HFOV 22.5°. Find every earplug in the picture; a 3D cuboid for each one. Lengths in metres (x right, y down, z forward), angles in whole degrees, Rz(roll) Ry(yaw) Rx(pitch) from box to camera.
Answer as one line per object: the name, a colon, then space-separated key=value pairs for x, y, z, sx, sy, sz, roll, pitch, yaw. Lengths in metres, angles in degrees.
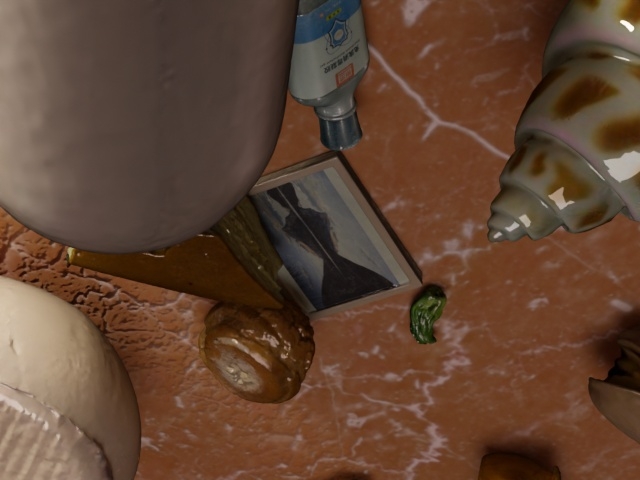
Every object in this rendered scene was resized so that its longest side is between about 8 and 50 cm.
earplug: x=-0.171 y=-0.182 z=1.346 sx=0.313 sy=0.312 sz=0.394 roll=5 pitch=137 yaw=-1

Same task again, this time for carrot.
carrot: x=0.256 y=0.378 z=1.982 sx=0.114 sy=0.114 sz=0.302 roll=-5 pitch=130 yaw=8

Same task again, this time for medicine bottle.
medicine bottle: x=0.005 y=-0.174 z=1.489 sx=0.054 sy=0.090 sz=0.208 roll=31 pitch=147 yaw=36

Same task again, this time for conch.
conch: x=0.290 y=-0.138 z=1.379 sx=0.197 sy=0.368 sz=0.249 roll=23 pitch=169 yaw=-1

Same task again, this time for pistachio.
pistachio: x=0.393 y=0.176 z=1.768 sx=0.206 sy=0.131 sz=0.129 roll=28 pitch=88 yaw=-23

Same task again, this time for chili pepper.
chili pepper: x=0.117 y=0.085 z=1.765 sx=0.034 sy=0.030 sz=0.091 roll=-12 pitch=140 yaw=-20

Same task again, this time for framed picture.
framed picture: x=0.000 y=0.000 z=1.700 sx=0.150 sy=0.015 sz=0.203 roll=-18 pitch=129 yaw=21

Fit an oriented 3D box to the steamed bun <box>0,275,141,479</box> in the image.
steamed bun: x=-0.372 y=0.180 z=1.737 sx=0.374 sy=0.241 sz=0.374 roll=5 pitch=133 yaw=5

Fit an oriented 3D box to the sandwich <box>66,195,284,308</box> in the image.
sandwich: x=-0.135 y=-0.017 z=1.607 sx=0.236 sy=0.122 sz=0.128 roll=14 pitch=137 yaw=-13

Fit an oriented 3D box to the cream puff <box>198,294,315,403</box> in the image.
cream puff: x=-0.064 y=0.109 z=1.741 sx=0.126 sy=0.103 sz=0.144 roll=29 pitch=152 yaw=9
